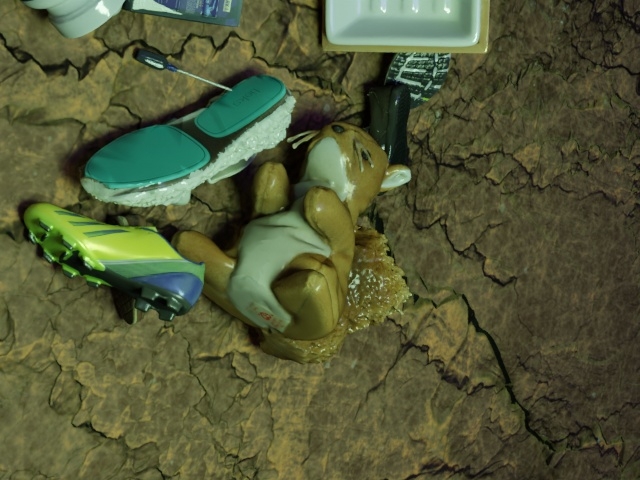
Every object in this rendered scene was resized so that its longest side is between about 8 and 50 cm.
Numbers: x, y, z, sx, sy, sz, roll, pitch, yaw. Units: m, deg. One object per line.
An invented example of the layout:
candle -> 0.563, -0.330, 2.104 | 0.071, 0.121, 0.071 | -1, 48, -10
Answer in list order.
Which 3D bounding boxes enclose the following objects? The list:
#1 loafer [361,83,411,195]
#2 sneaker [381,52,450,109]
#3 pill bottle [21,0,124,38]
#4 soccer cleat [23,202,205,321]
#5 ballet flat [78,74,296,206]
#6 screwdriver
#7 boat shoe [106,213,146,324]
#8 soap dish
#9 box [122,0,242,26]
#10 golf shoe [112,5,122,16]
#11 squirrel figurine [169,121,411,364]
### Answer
loafer -> 0.114, -0.189, 2.235 | 0.080, 0.078, 0.220 | -31, 135, -54
sneaker -> 0.188, -0.381, 2.232 | 0.111, 0.121, 0.300 | 17, 108, -18
pill bottle -> -0.389, -0.417, 1.681 | 0.153, 0.153, 0.265 | -53, 128, -20
soccer cleat -> -0.308, 0.013, 1.845 | 0.289, 0.093, 0.121 | 30, 57, -10
ballet flat -> -0.195, -0.129, 1.937 | 0.409, 0.147, 0.147 | -31, 118, -33
screwdriver -> -0.216, -0.262, 1.928 | 0.170, 0.024, 0.025 | 23, 79, -26
boat shoe -> -0.293, 0.044, 1.923 | 0.060, 0.064, 0.178 | -13, 105, -37
soap dish -> 0.150, -0.438, 2.085 | 0.118, 0.291, 0.229 | -32, 124, -70
box -> -0.199, -0.455, 1.871 | 0.183, 0.059, 0.233 | 3, 103, -29
golf shoe -> -0.303, -0.419, 1.804 | 0.069, 0.086, 0.176 | -8, 106, -42
squirrel figurine -> 0.000, 0.000, 2.086 | 0.370, 0.281, 0.397 | -61, 145, -28
